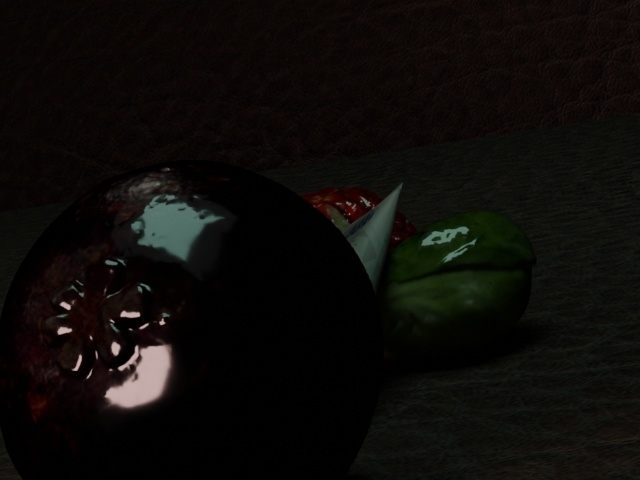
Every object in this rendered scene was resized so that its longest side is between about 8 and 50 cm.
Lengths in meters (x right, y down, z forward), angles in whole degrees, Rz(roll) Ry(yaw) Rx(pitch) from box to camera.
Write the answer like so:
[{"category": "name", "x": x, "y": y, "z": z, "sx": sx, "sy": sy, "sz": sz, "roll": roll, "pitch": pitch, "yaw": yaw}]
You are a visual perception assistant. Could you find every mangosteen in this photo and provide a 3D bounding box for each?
[{"category": "mangosteen", "x": -0.083, "y": 0.100, "z": 1.308, "sx": 0.297, "sy": 0.313, "sz": 0.297, "roll": -30, "pitch": 35, "yaw": 23}]

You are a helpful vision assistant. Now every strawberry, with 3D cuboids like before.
[{"category": "strawberry", "x": 0.000, "y": 0.000, "z": 1.956, "sx": 0.233, "sy": 0.137, "sz": 0.306, "roll": 11, "pitch": 5, "yaw": -18}]

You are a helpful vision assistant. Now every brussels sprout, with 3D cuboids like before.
[{"category": "brussels sprout", "x": 0.124, "y": 0.044, "z": 1.724, "sx": 0.183, "sy": 0.131, "sz": 0.145, "roll": -26, "pitch": 10, "yaw": -20}]

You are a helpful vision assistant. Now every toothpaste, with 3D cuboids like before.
[{"category": "toothpaste", "x": 0.019, "y": 0.059, "z": 1.650, "sx": 0.100, "sy": 0.066, "sz": 0.323, "roll": -41, "pitch": 17, "yaw": 32}]
